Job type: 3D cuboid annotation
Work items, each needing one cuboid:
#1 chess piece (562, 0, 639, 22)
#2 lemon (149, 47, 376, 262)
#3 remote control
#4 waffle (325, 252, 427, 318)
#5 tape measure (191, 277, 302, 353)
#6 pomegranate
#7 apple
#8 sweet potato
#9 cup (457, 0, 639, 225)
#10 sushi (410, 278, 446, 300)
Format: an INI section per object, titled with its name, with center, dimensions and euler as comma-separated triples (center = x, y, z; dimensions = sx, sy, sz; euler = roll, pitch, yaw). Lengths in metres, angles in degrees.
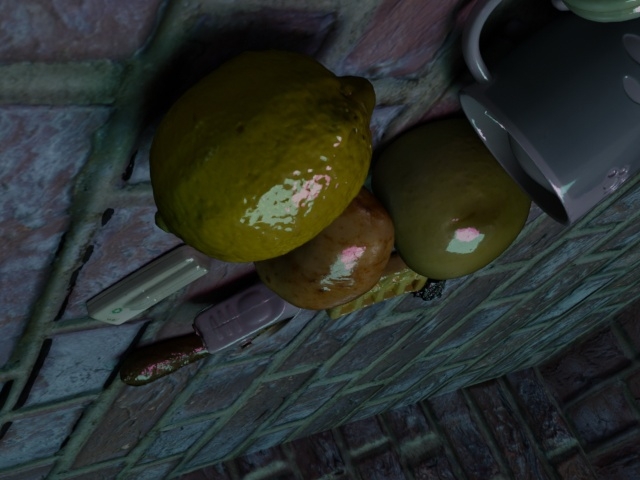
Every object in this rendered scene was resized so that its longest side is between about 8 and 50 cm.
[chess piece]
center = 0.318, -0.399, 0.936
dimensions = 0.176, 0.175, 0.298
euler = -30, 144, 13
[lemon]
center = -0.070, -0.105, 1.026
dimensions = 0.320, 0.245, 0.245
euler = -34, 157, 4
[remote control]
center = -0.299, 0.084, 1.458
dimensions = 0.230, 0.049, 0.090
euler = -30, 155, 15
[waffle]
center = 0.140, 0.093, 1.918
dimensions = 0.274, 0.057, 0.168
euler = -17, 156, -19
[tape measure]
center = -0.130, 0.149, 1.687
dimensions = 0.236, 0.120, 0.197
euler = -28, 169, -3
[pomegranate]
center = 0.000, 0.000, 1.363
dimensions = 0.248, 0.248, 0.248
euler = -21, 157, -9
[apple]
center = 0.239, -0.058, 1.458
dimensions = 0.258, 0.233, 0.295
euler = -23, 158, -2
[sweet potato]
center = -0.303, 0.245, 1.785
dimensions = 0.273, 0.075, 0.075
euler = -18, 157, -24
[cup]
center = 0.358, -0.238, 1.186
dimensions = 0.274, 0.259, 0.356
euler = -38, 118, 4
[sushi]
center = 0.275, 0.115, 2.107
dimensions = 0.085, 0.056, 0.083
euler = -15, 156, -25
